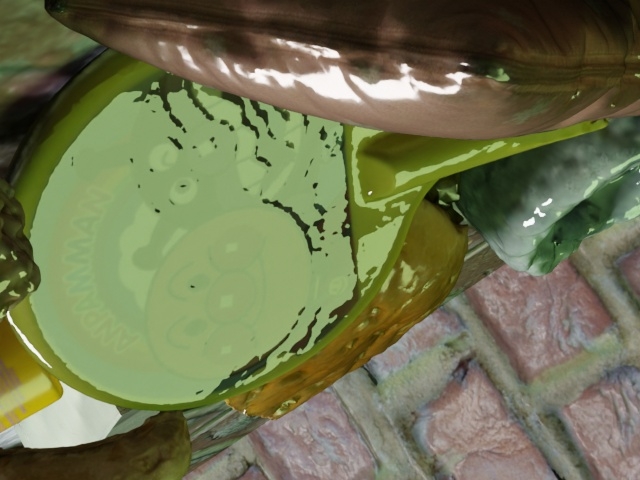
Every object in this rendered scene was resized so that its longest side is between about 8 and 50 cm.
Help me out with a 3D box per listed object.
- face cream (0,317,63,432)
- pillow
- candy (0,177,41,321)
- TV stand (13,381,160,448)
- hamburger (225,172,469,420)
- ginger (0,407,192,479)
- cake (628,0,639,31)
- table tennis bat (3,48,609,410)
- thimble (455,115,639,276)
[{"bbox_3d":[-0.302,0.135,0.861,0.273,0.078,0.078,-30,169,-11],"label":"face cream"},{"bbox_3d":[0.040,-0.094,0.558,0.236,0.223,0.084,-15,117,-51],"label":"pillow"},{"bbox_3d":[-0.183,0.010,0.584,0.110,0.095,0.085,-42,-153,0],"label":"candy"},{"bbox_3d":[-0.193,0.142,1.179,0.083,0.088,0.269,-26,169,-30],"label":"TV stand"},{"bbox_3d":[0.001,-0.003,0.874,0.209,0.162,0.330,-32,165,7],"label":"hamburger"},{"bbox_3d":[-0.238,0.128,0.738,0.334,0.081,0.148,4,-155,3],"label":"ginger"},{"bbox_3d":[0.232,-0.169,0.343,0.332,0.332,0.321,-32,173,1],"label":"cake"},{"bbox_3d":[0.007,-0.032,0.712,0.369,0.054,0.224,-21,126,-20],"label":"table tennis bat"},{"bbox_3d":[0.177,-0.094,0.960,0.205,0.172,0.250,-21,163,-28],"label":"thimble"}]
